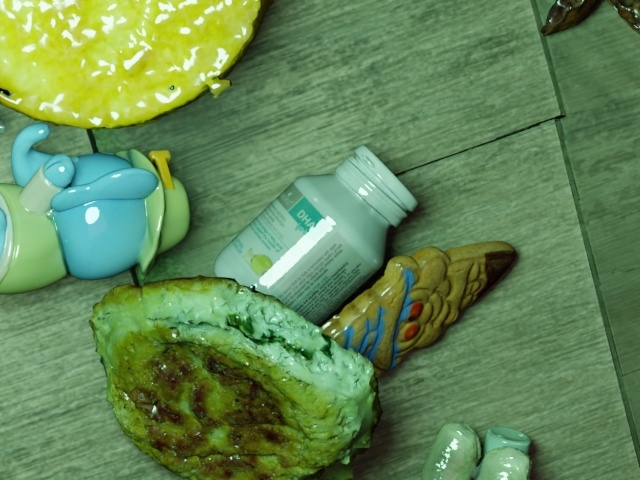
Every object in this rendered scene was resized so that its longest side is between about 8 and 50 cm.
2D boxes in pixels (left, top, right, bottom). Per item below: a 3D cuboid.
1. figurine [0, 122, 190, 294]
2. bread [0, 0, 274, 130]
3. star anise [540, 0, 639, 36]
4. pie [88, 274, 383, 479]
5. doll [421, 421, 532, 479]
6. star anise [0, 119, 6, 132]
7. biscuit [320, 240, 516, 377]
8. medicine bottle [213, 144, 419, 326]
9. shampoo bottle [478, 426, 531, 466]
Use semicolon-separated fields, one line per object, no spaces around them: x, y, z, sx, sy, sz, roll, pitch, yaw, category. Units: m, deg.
-0.262;-0.026;1.843;0.262;0.154;0.180;-2;126;-32;figurine
-0.234;-0.294;1.768;0.398;0.215;0.398;-2;107;-6;bread
0.306;-0.295;1.922;0.141;0.144;0.158;4;73;18;star anise
-0.093;0.167;1.913;0.355;0.103;0.288;34;138;-16;pie
0.136;0.349;2.041;0.149;0.175;0.278;18;94;-33;doll
-0.453;-0.109;1.809;0.236;0.109;0.223;-30;148;2;star anise
0.107;0.075;1.985;0.280;0.043;0.183;-23;146;-21;biscuit
0.000;0.000;1.932;0.215;0.135;0.135;-44;108;3;medicine bottle
0.203;0.320;2.102;0.056;0.056;0.195;9;102;-14;shampoo bottle
